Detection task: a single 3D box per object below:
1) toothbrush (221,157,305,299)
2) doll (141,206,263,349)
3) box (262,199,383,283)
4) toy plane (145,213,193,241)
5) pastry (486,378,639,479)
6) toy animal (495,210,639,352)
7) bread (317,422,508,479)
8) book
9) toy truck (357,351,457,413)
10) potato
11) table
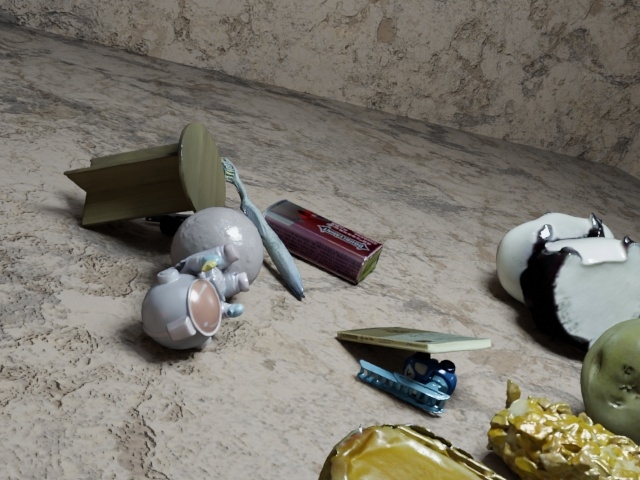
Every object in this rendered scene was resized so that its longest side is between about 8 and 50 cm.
[{"bbox_3d":[-0.117,-0.034,1.319,0.042,0.035,0.413,9,33,-41],"label":"toothbrush"},{"bbox_3d":[-0.174,0.056,1.023,0.151,0.150,0.287,19,28,1],"label":"doll"},{"bbox_3d":[0.000,0.000,1.373,0.224,0.069,0.120,27,23,16],"label":"box"},{"bbox_3d":[-0.215,-0.028,1.291,0.197,0.053,0.078,3,18,-25],"label":"toy plane"},{"bbox_3d":[0.333,0.284,0.912,0.154,0.102,0.250,-20,45,-41],"label":"pastry"},{"bbox_3d":[0.482,0.065,1.411,0.251,0.250,0.310,15,11,-9],"label":"toy animal"},{"bbox_3d":[0.105,0.294,0.666,0.253,0.142,0.227,29,25,31],"label":"bread"},{"bbox_3d":[0.139,0.149,1.075,0.139,0.016,0.199,2,-1,-37],"label":"book"},{"bbox_3d":[0.128,0.196,1.030,0.136,0.063,0.074,21,36,19],"label":"toy truck"},{"bbox_3d":[0.554,0.232,1.055,0.327,0.220,0.243,14,13,-20],"label":"potato"},{"bbox_3d":[-0.297,-0.098,1.193,0.227,0.167,0.167,-7,17,15],"label":"table"}]
